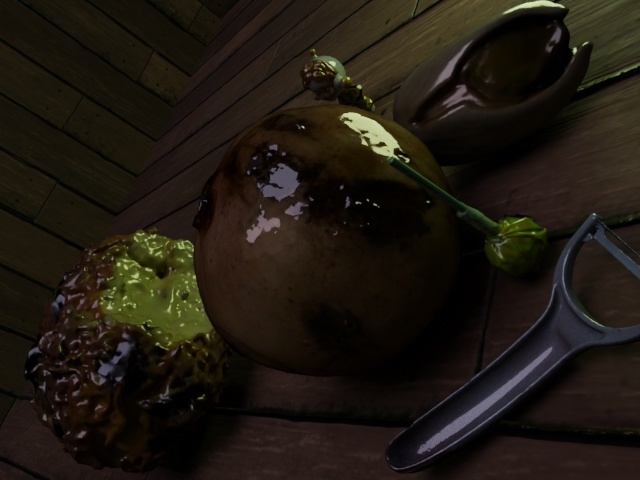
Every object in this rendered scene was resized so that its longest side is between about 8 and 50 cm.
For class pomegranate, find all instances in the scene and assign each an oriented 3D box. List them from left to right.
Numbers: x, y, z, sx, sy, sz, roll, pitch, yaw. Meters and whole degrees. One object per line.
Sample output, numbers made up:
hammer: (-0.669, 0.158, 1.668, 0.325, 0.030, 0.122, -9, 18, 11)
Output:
pomegranate: (0.000, 0.000, 0.671, 0.322, 0.322, 0.322, -40, 31, 30)

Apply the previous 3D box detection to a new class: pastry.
pastry: (-0.319, 0.184, 0.984, 0.337, 0.292, 0.405, -57, 34, 23)

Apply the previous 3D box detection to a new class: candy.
candy: (0.136, -0.026, 0.554, 0.058, 0.194, 0.062, -34, 35, 44)

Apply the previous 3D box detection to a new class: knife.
knife: (0.167, 0.115, 0.506, 0.278, 0.053, 0.123, -48, 32, 18)

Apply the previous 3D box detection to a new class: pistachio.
pistachio: (0.189, -0.171, 0.695, 0.238, 0.138, 0.153, -30, 3, 41)

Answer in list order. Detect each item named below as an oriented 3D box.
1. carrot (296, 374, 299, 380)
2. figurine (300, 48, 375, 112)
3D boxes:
carrot: (-0.004, 0.053, 0.856, 0.078, 0.078, 0.298, -27, 45, 44)
figurine: (0.033, -0.262, 1.034, 0.101, 0.143, 0.068, 131, 163, -73)
